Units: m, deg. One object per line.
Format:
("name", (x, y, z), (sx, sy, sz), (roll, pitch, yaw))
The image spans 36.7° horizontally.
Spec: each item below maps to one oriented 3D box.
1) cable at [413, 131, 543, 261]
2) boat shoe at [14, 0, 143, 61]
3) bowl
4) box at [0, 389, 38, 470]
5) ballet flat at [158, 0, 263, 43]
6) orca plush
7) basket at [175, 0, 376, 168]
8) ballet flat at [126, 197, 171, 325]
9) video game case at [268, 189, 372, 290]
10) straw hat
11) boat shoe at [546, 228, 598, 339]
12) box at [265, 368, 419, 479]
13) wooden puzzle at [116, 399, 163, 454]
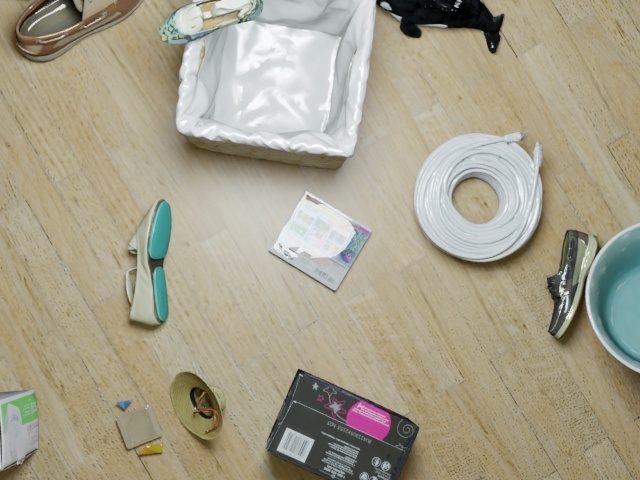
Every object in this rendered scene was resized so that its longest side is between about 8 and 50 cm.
("cable", (0.310, -0.084, 1.909), (0.257, 0.089, 0.257), (1, 86, -2))
("boat shoe", (-0.456, -0.468, 1.881), (0.324, 0.116, 0.123), (-41, 89, -5))
("bowl", (0.659, 0.128, 1.853), (0.312, 0.163, 0.311), (-2, 73, 7))
("box", (-0.653, 0.348, 1.735), (0.231, 0.262, 0.126), (-5, 86, -3))
("ballet flat", (-0.191, -0.391, 1.656), (0.188, 0.070, 0.070), (-21, 87, -4))
("orca plush", (0.238, -0.448, 1.907), (0.287, 0.102, 0.151), (30, 109, -19))
("basket", (-0.085, -0.315, 1.816), (0.332, 0.266, 0.328), (8, 85, -3))
("ballet flat", (-0.339, 0.041, 1.872), (0.086, 0.086, 0.248), (2, 86, -3))
("video game case", (0.000, 0.000, 1.919), (0.157, 0.019, 0.143), (31, 84, 0))
("straw hat", (-0.218, 0.309, 1.859), (0.061, 0.144, 0.144), (-23, 86, -46))
("boat shoe", (0.484, 0.084, 1.913), (0.073, 0.080, 0.223), (21, 79, 4))
("box", (0.038, 0.369, 1.832), (0.247, 0.142, 0.163), (24, 86, 0))
("wooden puzzle", (-0.352, 0.363, 1.875), (0.079, 0.014, 0.116), (-14, 87, -8))
